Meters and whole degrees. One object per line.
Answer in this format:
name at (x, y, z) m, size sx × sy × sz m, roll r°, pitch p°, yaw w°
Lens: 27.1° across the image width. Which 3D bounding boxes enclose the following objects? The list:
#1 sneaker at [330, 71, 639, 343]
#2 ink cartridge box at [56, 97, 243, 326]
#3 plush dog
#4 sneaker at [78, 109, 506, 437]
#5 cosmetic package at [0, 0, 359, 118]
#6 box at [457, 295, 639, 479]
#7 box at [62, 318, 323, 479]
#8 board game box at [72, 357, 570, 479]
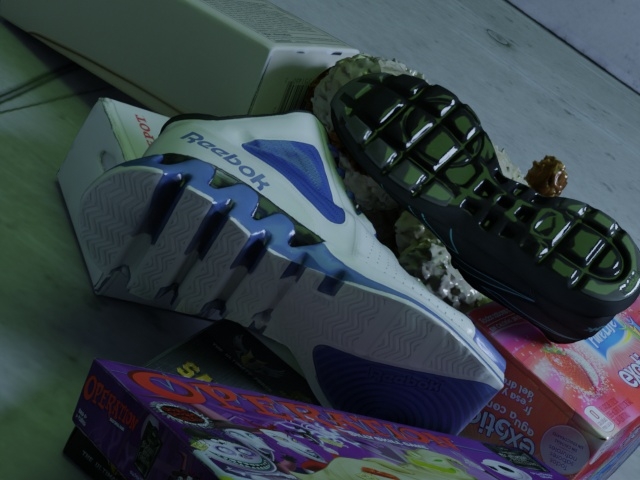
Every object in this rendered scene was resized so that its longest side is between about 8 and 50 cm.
sneaker at (0.108, -0.017, 0.987) m, size 0.267 × 0.106 × 0.101 m, roll 41°, pitch 61°, yaw 13°
ink cartridge box at (-0.090, -0.015, 1.093) m, size 0.217 × 0.092 × 0.159 m, roll 17°, pitch 30°, yaw -36°
plush dog at (0.083, -0.066, 1.157) m, size 0.225 × 0.210 × 0.262 m, roll 49°, pitch -3°, yaw -20°
sneaker at (-0.001, -0.001, 0.949) m, size 0.315 × 0.127 × 0.182 m, roll 33°, pitch 37°, yaw -10°
cosmetic package at (-0.137, -0.199, 1.271) m, size 0.309 × 0.113 × 0.160 m, roll 31°, pitch 21°, yaw 26°
box at (0.192, 0.133, 1.107) m, size 0.142 × 0.154 × 0.300 m, roll 42°, pitch 26°, yaw 19°
box at (-0.029, 0.164, 0.886) m, size 0.231 × 0.056 × 0.183 m, roll 40°, pitch 25°, yaw 11°
board game box at (0.049, 0.153, 0.784) m, size 0.346 × 0.056 × 0.208 m, roll 16°, pitch 2°, yaw -33°
